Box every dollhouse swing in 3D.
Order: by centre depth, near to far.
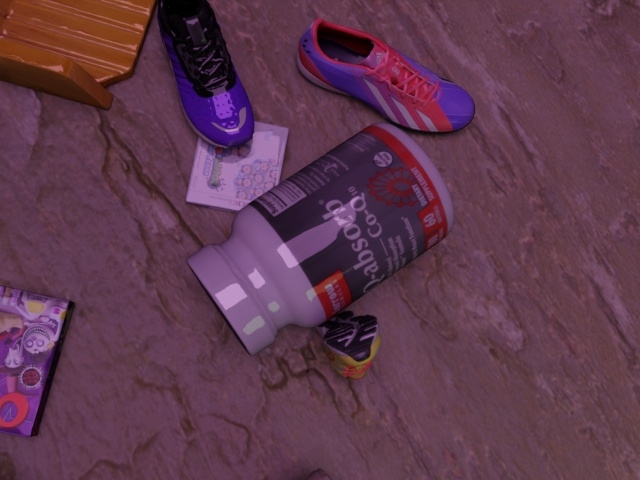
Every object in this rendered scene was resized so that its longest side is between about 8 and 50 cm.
[{"bbox_3d":[-0.420,-0.441,1.056,0.315,0.305,0.346,16,77,-4],"label":"dollhouse swing"}]

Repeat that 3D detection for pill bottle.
[{"bbox_3d":[0.000,0.000,1.068,0.363,0.210,0.210,-34,85,-12],"label":"pill bottle"}]

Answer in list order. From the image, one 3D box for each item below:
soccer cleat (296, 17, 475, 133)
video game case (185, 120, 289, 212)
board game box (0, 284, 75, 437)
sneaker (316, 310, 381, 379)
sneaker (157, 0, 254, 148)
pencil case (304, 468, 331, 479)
[{"bbox_3d":[0.113,-0.269,1.181,0.319,0.116,0.108,23,77,-2],"label":"soccer cleat"},{"bbox_3d":[-0.135,-0.124,1.173,0.143,0.019,0.157,10,78,-5],"label":"video game case"},{"bbox_3d":[-0.565,0.151,1.054,0.347,0.056,0.208,13,82,-5],"label":"board game box"},{"bbox_3d":[0.051,0.162,1.050,0.082,0.208,0.094,-19,94,-5],"label":"sneaker"},{"bbox_3d":[-0.190,-0.287,1.121,0.102,0.146,0.293,-23,75,-13],"label":"sneaker"},{"bbox_3d":[-0.118,0.498,0.971,0.411,0.160,0.183,-31,110,-14],"label":"pencil case"}]
